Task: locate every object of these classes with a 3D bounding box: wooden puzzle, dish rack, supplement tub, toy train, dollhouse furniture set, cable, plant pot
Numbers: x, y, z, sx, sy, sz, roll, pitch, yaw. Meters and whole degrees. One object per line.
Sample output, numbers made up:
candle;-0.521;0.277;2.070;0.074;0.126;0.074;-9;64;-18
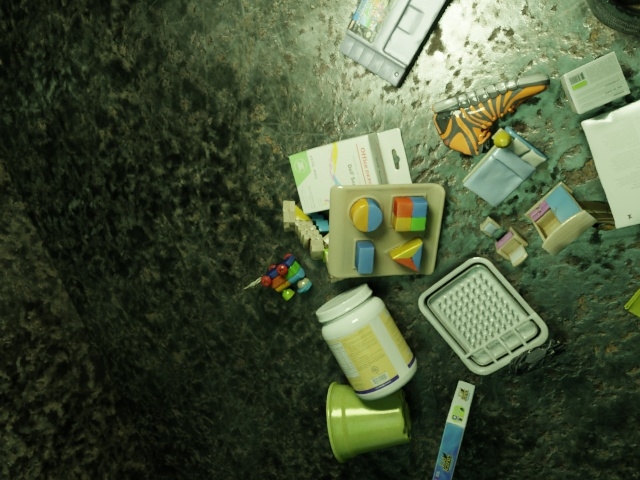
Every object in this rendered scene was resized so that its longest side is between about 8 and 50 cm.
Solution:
wooden puzzle;0.201;-0.016;1.488;0.347;0.080;0.322;0;118;-2
dish rack;0.511;0.234;1.520;0.333;0.072;0.285;50;119;4
supplement tub;0.152;0.338;1.621;0.241;0.241;0.331;-29;91;29
toy train;-0.158;0.171;1.803;0.248;0.105;0.143;-36;102;29
dollhouse furniture set;0.514;-0.102;1.298;0.303;0.198;0.286;35;118;-10
cable;0.657;0.356;1.456;0.184;0.150;0.047;-49;52;31
plant pot;0.183;0.631;1.701;0.253;0.276;0.276;-12;100;16

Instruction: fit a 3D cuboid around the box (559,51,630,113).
box;0.673;-0.387;1.188;0.114;0.203;0.103;-22;96;26

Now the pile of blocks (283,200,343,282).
pile of blocks;0.000;0.000;1.685;0.362;0.149;0.113;49;162;15

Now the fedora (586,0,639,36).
fedora;0.784;-0.622;1.096;0.334;0.152;0.334;6;107;20

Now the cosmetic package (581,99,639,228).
cosmetic package;0.852;-0.214;1.101;0.377;0.097;0.284;-18;86;42

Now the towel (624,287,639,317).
towel;0.958;0.124;1.310;0.102;0.021;0.237;34;116;13

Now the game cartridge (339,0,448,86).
game cartridge;0.224;-0.666;1.398;0.230;0.068;0.355;34;116;8

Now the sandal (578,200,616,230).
sandal;0.789;-0.060;1.312;0.219;0.090;0.060;3;128;17

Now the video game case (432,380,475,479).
video game case;0.437;0.643;1.576;0.061;0.244;0.270;15;110;22

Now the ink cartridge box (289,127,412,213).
ink cartridge box;0.097;-0.223;1.549;0.353;0.119;0.207;-10;101;26

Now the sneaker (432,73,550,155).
sneaker;0.487;-0.345;1.347;0.321;0.124;0.180;-9;105;38
